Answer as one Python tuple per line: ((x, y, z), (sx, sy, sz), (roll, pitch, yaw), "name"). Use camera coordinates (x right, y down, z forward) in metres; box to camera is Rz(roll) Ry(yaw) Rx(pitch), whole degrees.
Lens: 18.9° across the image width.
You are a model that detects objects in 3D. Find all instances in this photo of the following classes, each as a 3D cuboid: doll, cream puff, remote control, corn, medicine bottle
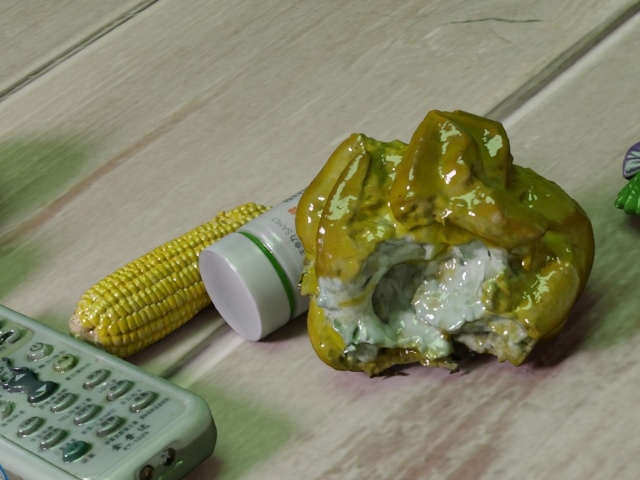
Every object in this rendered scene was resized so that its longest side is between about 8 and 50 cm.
((0.307, -0.070, 1.541), (0.190, 0.050, 0.115), (-35, 28, -25), "doll")
((0.090, -0.009, 1.428), (0.221, 0.194, 0.194), (-6, 32, 12), "cream puff")
((-0.220, 0.127, 1.459), (0.128, 0.065, 0.335), (-38, 36, -28), "remote control")
((-0.117, 0.032, 1.563), (0.206, 0.067, 0.067), (-33, 34, -26), "corn")
((0.000, 0.000, 1.539), (0.183, 0.086, 0.086), (-32, 33, -24), "medicine bottle")
